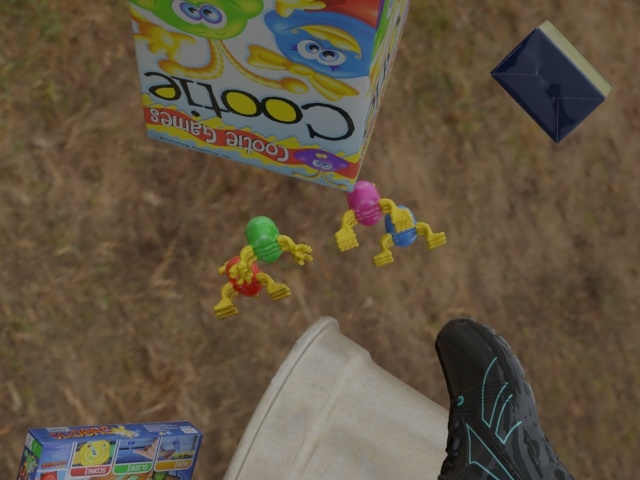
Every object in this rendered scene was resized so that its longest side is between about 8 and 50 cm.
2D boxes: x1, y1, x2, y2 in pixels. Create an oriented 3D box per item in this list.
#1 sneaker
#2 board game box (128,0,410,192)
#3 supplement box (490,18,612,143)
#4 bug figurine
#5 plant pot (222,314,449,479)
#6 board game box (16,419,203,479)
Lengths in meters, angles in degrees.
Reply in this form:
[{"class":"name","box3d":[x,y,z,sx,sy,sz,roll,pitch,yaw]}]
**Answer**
[{"class":"sneaker","box3d":[0.137,0.173,1.262,0.101,0.106,0.267,76,-8,-49]},{"class":"board game box","box3d":[-0.021,-0.161,0.883,0.144,0.275,0.142,15,67,4]},{"class":"supplement box","box3d":[0.195,-0.135,1.307,0.083,0.056,0.083,47,19,0]},{"class":"bug figurine","box3d":[0.000,0.000,1.745,0.216,0.279,0.072,80,-7,-73]},{"class":"plant pot","box3d":[0.074,0.296,1.718,0.305,0.334,0.334,24,37,11]},{"class":"board game box","box3d":[-0.231,0.264,1.664,0.201,0.035,0.136,3,110,-40]}]
